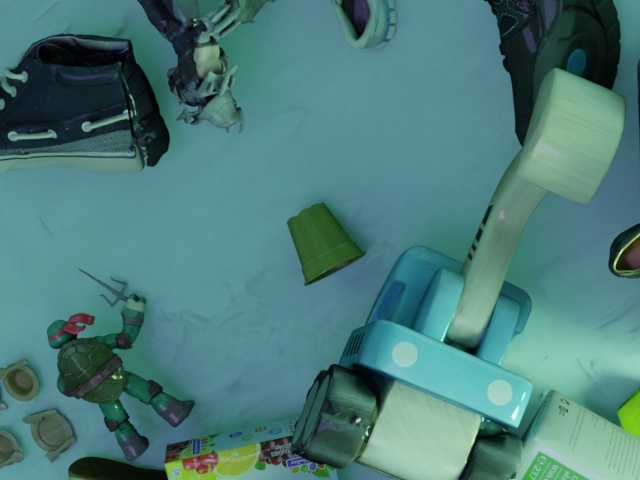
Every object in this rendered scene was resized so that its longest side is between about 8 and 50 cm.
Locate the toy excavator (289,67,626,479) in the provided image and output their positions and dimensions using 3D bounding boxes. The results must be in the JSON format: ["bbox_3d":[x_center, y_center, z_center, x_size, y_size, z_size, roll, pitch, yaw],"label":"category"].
[{"bbox_3d":[0.156,0.062,1.508,0.222,0.433,0.445,21,81,-3],"label":"toy excavator"}]

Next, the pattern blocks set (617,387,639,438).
[{"bbox_3d":[0.466,0.274,1.613,0.285,0.026,0.325,48,115,-1],"label":"pattern blocks set"}]

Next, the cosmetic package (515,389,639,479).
[{"bbox_3d":[0.366,0.353,1.573,0.365,0.155,0.197,29,111,9],"label":"cosmetic package"}]

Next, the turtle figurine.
[{"bbox_3d":[-0.280,0.164,1.788,0.175,0.118,0.234,-35,99,25],"label":"turtle figurine"}]

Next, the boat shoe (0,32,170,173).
[{"bbox_3d":[-0.356,-0.172,1.671,0.341,0.127,0.158,0,132,10],"label":"boat shoe"}]

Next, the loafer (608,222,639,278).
[{"bbox_3d":[0.343,-0.013,1.297,0.170,0.061,0.062,-39,86,23],"label":"loafer"}]

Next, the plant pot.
[{"bbox_3d":[0.000,0.000,1.660,0.083,0.083,0.079,-30,83,25],"label":"plant pot"}]

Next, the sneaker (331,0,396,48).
[{"bbox_3d":[0.037,-0.301,1.539,0.071,0.083,0.190,-9,103,23],"label":"sneaker"}]

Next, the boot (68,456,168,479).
[{"bbox_3d":[-0.241,0.390,1.867,0.213,0.077,0.165,13,113,15],"label":"boot"}]

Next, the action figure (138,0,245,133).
[{"bbox_3d":[-0.155,-0.247,1.587,0.285,0.099,0.185,62,145,5],"label":"action figure"}]

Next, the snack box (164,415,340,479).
[{"bbox_3d":[-0.076,0.324,1.754,0.207,0.070,0.174,-11,104,0],"label":"snack box"}]

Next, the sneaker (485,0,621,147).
[{"bbox_3d":[0.235,-0.252,1.488,0.140,0.125,0.340,20,119,42],"label":"sneaker"}]

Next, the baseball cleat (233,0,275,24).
[{"bbox_3d":[-0.085,-0.353,1.581,0.109,0.072,0.206,30,113,25],"label":"baseball cleat"}]

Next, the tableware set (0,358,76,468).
[{"bbox_3d":[-0.418,0.236,1.906,0.141,0.020,0.168,-22,100,24],"label":"tableware set"}]

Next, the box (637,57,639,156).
[{"bbox_3d":[0.482,-0.007,1.398,0.294,0.212,0.395,-1,102,20],"label":"box"}]
